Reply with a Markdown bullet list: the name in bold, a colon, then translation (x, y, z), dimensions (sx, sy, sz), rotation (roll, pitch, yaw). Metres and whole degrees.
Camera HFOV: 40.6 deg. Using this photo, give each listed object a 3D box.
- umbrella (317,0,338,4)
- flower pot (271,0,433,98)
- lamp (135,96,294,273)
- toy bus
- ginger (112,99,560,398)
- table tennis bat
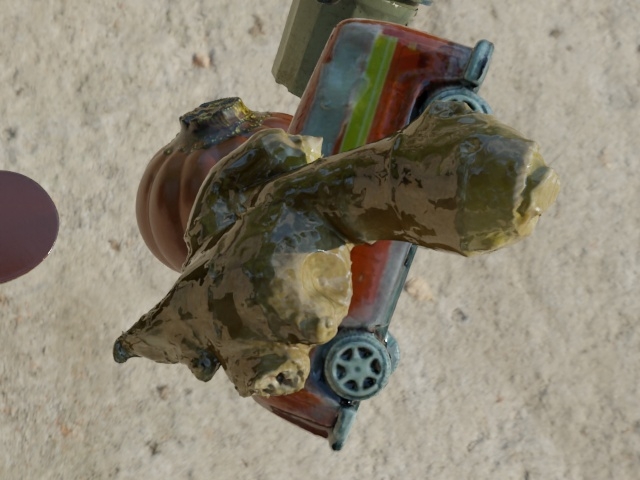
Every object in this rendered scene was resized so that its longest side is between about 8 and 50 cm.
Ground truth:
- **umbrella**: translation (-0.104, -0.268, 0.744), dimensions (0.269, 0.044, 0.044), rotation (21, 48, -3)
- **flower pot**: translation (0.027, -0.309, 1.270), dimensions (0.212, 0.203, 0.212), rotation (22, 25, -11)
- **lamp**: translation (-0.087, -0.049, 0.919), dimensions (0.223, 0.223, 0.197), rotation (-30, 112, -31)
- **toy bus**: translation (0.020, -0.007, 0.555), dimensions (0.119, 0.121, 0.265), rotation (21, 91, 6)
- **ginger**: translation (0.004, 0.007, 0.391), dimensions (0.059, 0.214, 0.133), rotation (40, 57, -46)
- **table tennis bat**: translation (-0.291, -0.001, 0.702), dimensions (0.158, 0.014, 0.095), rotation (-26, 88, -27)
